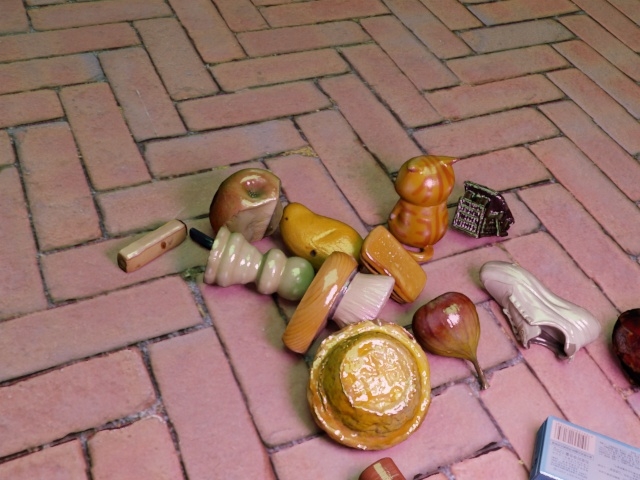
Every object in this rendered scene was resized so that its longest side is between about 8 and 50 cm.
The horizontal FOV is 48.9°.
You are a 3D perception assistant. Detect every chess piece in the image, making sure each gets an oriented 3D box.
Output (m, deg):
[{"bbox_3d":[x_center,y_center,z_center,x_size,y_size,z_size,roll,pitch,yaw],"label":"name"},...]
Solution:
[{"bbox_3d":[-0.138,0.072,1.684,0.251,0.144,0.144,18,46,-1],"label":"chess piece"}]

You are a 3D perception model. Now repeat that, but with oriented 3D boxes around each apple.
[{"bbox_3d":[-0.184,-0.091,1.781,0.207,0.188,0.174,-32,60,-32],"label":"apple"}]

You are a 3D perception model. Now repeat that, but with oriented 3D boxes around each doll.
[{"bbox_3d":[0.264,-0.103,1.837,0.167,0.269,0.162,-18,35,-23],"label":"doll"}]

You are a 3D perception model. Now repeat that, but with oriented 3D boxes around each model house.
[{"bbox_3d":[0.438,-0.061,1.914,0.165,0.106,0.152,22,45,17],"label":"model house"}]

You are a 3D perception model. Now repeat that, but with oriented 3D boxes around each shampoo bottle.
[{"bbox_3d":[0.168,0.527,1.321,0.085,0.085,0.244,-21,53,-27],"label":"shampoo bottle"}]

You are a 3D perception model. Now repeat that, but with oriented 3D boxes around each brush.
[{"bbox_3d":[0.040,0.164,1.603,0.166,0.174,0.266,31,66,9],"label":"brush"}]

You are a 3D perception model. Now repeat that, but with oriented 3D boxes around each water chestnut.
[{"bbox_3d":[0.790,0.228,1.615,0.224,0.238,0.223,3,12,-1],"label":"water chestnut"}]

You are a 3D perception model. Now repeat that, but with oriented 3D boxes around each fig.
[{"bbox_3d":[0.308,0.229,1.624,0.160,0.230,0.143,-32,16,-34],"label":"fig"}]

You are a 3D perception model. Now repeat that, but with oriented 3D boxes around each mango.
[{"bbox_3d":[0.001,0.003,1.781,0.262,0.109,0.157,34,63,23],"label":"mango"}]

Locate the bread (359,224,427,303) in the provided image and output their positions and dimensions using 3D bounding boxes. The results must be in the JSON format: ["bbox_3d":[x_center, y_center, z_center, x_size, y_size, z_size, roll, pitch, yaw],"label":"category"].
[{"bbox_3d":[0.171,0.063,1.715,0.200,0.077,0.116,46,54,-14],"label":"bread"}]

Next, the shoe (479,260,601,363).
[{"bbox_3d":[0.499,0.184,1.687,0.316,0.124,0.159,30,56,18],"label":"shoe"}]

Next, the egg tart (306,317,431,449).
[{"bbox_3d":[0.111,0.292,1.466,0.288,0.118,0.288,4,64,-9],"label":"egg tart"}]

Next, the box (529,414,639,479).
[{"bbox_3d":[0.556,0.474,1.440,0.232,0.083,0.142,20,46,8],"label":"box"}]

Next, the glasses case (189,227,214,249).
[{"bbox_3d":[-0.301,-0.003,1.785,0.083,0.033,0.023,29,60,18],"label":"glasses case"}]

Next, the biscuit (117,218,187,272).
[{"bbox_3d":[-0.413,0.009,1.738,0.052,0.056,0.188,37,53,23],"label":"biscuit"}]
